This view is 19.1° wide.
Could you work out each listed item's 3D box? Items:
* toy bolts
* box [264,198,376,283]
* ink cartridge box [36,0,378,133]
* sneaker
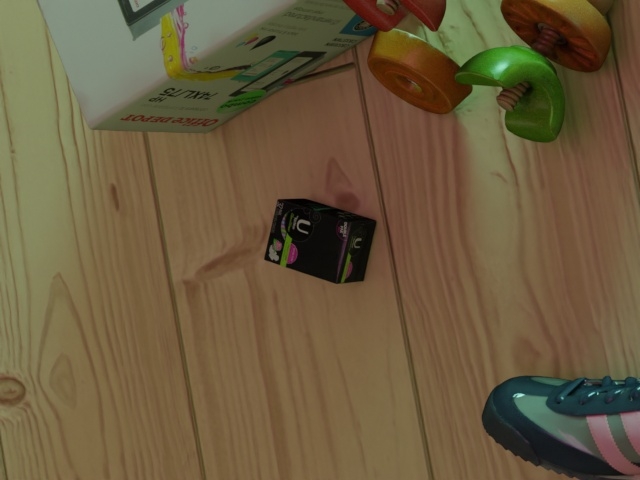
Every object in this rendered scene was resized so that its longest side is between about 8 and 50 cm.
[{"bbox_3d":[0.124,-0.219,1.637,0.218,0.228,0.158,14,68,53],"label":"toy bolts"},{"bbox_3d":[0.000,0.000,1.777,0.083,0.052,0.062,18,101,28],"label":"box"},{"bbox_3d":[-0.094,-0.243,1.745,0.270,0.198,0.197,-28,78,29],"label":"ink cartridge box"},{"bbox_3d":[0.286,0.136,1.563,0.319,0.112,0.131,11,119,23],"label":"sneaker"}]
